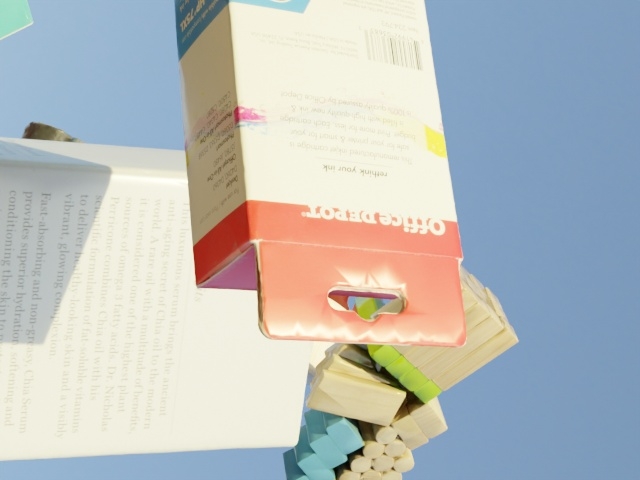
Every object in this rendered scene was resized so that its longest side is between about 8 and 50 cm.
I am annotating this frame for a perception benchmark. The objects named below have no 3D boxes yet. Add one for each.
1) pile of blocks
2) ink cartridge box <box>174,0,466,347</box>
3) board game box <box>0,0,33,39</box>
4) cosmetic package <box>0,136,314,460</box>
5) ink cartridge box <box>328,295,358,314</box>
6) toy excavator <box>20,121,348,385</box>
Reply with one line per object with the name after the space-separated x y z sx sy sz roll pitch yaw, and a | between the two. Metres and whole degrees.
0.039 0.147 1.131 0.362 0.149 0.113 -61 -157 26 | pile of blocks
-0.002 -0.045 0.673 0.078 0.134 0.231 -34 -124 54 | ink cartridge box
-0.452 -0.197 0.994 0.336 0.079 0.254 -32 -125 -19 | board game box
-0.233 0.038 0.936 0.161 0.453 0.230 25 -71 60 | cosmetic package
0.000 0.000 1.543 0.181 0.056 0.225 113 -32 -41 | ink cartridge box
-0.196 0.052 1.410 0.222 0.445 0.433 -65 -176 -17 | toy excavator
